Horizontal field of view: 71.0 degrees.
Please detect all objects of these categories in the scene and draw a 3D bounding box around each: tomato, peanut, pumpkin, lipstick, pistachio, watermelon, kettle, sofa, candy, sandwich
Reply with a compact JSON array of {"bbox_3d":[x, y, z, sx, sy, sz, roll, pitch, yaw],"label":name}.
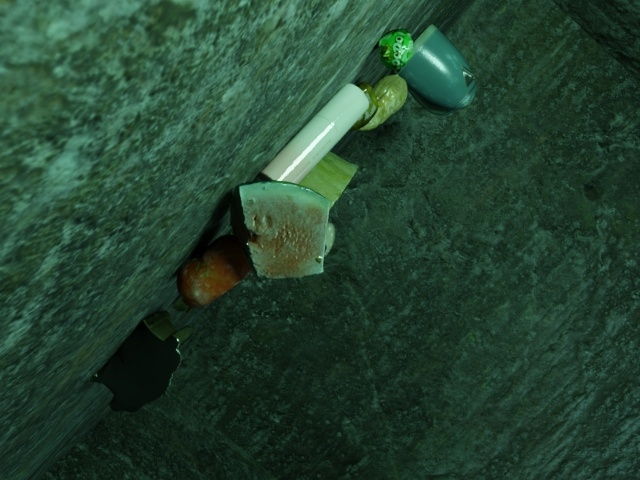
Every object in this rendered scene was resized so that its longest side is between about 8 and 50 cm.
[{"bbox_3d":[-0.265,0.061,1.113,0.237,0.095,0.237,-30,-162,11],"label":"tomato"},{"bbox_3d":[0.225,-0.531,1.748,0.305,0.147,0.147,-45,-179,-13],"label":"peanut"},{"bbox_3d":[-0.056,-0.152,1.369,0.332,0.199,0.332,-50,-171,11],"label":"pumpkin"},{"bbox_3d":[-0.013,-0.247,1.105,0.327,0.087,0.087,-49,-178,-14],"label":"lipstick"},{"bbox_3d":[0.109,-0.391,1.358,0.110,0.100,0.189,-51,-175,-29],"label":"pistachio"},{"bbox_3d":[-0.097,-0.022,0.983,0.261,0.213,0.201,119,-31,-71],"label":"watermelon"},{"bbox_3d":[0.500,-0.689,1.934,0.247,0.342,0.319,-50,-177,-19],"label":"kettle"},{"bbox_3d":[-0.487,0.349,1.293,0.258,0.182,0.200,-49,-177,-2],"label":"sofa"},{"bbox_3d":[0.208,-0.523,1.206,0.097,0.097,0.323,-47,-170,28],"label":"candy"},{"bbox_3d":[-0.395,0.136,1.594,0.245,0.063,0.212,-47,-176,9],"label":"sandwich"}]

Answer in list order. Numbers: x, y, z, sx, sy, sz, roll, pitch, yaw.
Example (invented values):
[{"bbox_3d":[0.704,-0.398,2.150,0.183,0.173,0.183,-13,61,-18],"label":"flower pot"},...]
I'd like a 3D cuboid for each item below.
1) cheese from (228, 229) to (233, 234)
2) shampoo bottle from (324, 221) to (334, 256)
[{"bbox_3d":[-0.247,-0.040,1.467,0.097,0.037,0.192,-46,-177,36],"label":"cheese"},{"bbox_3d":[0.000,0.000,1.342,0.127,0.078,0.257,-56,-174,10],"label":"shampoo bottle"}]
